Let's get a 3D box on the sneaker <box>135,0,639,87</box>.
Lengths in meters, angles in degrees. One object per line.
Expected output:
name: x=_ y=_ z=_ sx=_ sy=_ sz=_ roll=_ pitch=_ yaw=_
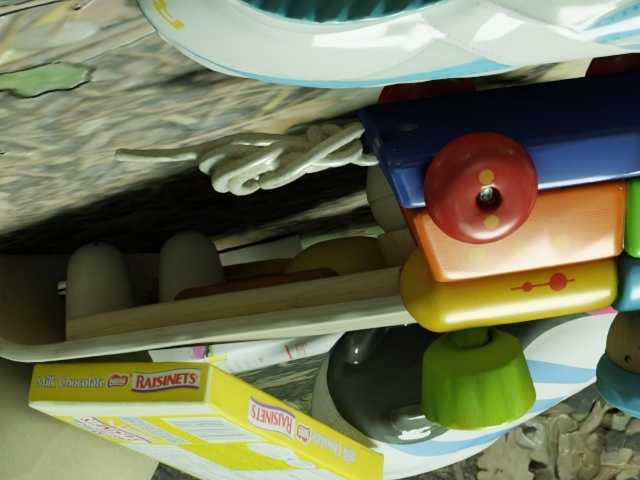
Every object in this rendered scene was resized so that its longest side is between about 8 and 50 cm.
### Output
sneaker: x=0.065 y=-0.082 z=0.424 sx=0.228 sy=0.087 sz=0.092 roll=-4 pitch=176 yaw=-19

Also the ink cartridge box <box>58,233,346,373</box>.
ink cartridge box: x=-0.062 y=0.048 z=1.160 sx=0.198 sy=0.067 sz=0.115 roll=-13 pitch=171 yaw=-1

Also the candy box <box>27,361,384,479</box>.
candy box: x=-0.054 y=0.102 z=0.964 sx=0.105 sy=0.027 sz=0.206 roll=0 pitch=161 yaw=27

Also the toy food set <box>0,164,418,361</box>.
toy food set: x=0.000 y=0.000 z=0.919 sx=0.306 sy=0.092 sz=0.219 roll=-8 pitch=176 yaw=29

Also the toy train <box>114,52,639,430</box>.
toy train: x=0.051 y=0.011 z=0.710 sx=0.248 sy=0.143 sz=0.105 roll=-8 pitch=-156 yaw=-7

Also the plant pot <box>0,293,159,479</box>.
plant pot: x=-0.213 y=0.134 z=0.984 sx=0.256 sy=0.256 sz=0.274 roll=-19 pitch=-174 yaw=36

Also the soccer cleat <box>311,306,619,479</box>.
soccer cleat: x=0.132 y=0.048 z=1.133 sx=0.331 sy=0.116 sz=0.143 roll=-25 pitch=160 yaw=-20
